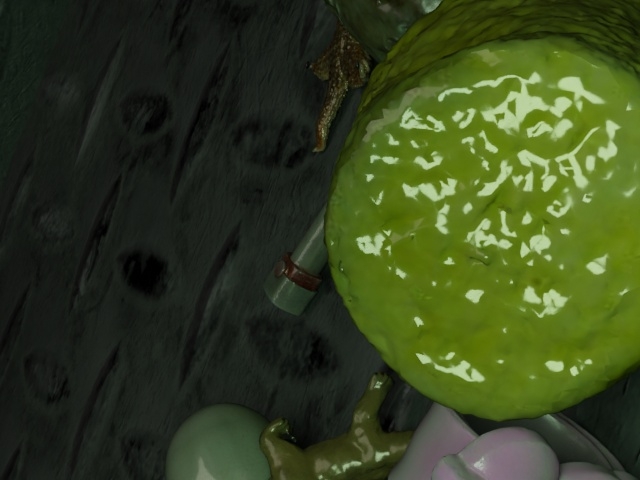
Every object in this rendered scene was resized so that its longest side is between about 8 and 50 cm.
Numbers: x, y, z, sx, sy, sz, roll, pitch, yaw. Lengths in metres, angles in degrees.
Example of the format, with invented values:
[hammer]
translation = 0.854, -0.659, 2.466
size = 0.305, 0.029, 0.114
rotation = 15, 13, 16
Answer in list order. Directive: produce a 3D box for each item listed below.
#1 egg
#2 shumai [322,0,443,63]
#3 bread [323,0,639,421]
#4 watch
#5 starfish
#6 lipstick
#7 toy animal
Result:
[egg]
translation = -0.102, 0.285, 1.627
size = 0.151, 0.151, 0.209
rotation = -49, 42, 32
[shumai]
translation = 0.124, -0.226, 1.496
size = 0.330, 0.292, 0.288
rotation = -112, 20, -52
[bread]
translation = 0.171, -0.041, 1.127
size = 0.348, 0.348, 0.308
rotation = -60, -6, 16
[watch]
translation = 0.142, 0.219, 1.174
size = 0.210, 0.248, 0.217
rotation = -64, 28, 17
[starfish]
translation = 0.048, -0.268, 1.829
size = 0.231, 0.048, 0.295
rotation = -23, 50, 64
[lipstick]
translation = -0.001, -0.001, 1.736
size = 0.186, 0.057, 0.063
rotation = -57, 32, 15
[toy animal]
translation = 0.030, 0.228, 1.480
size = 0.219, 0.103, 0.101
rotation = -24, 35, 2
